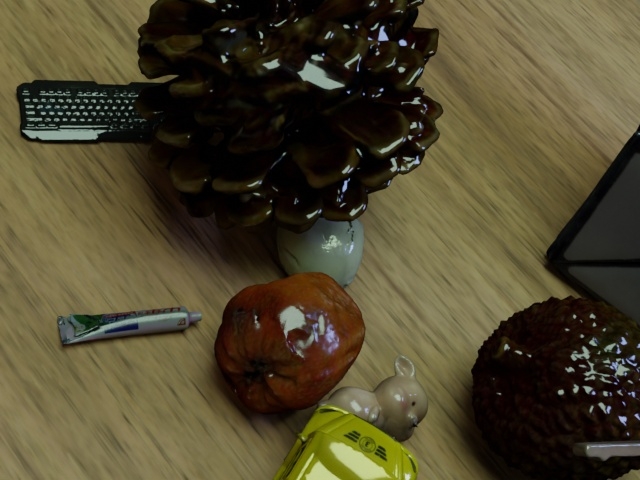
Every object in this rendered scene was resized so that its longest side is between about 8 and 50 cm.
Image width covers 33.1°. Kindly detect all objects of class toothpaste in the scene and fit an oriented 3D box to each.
[{"bbox_3d":[-0.225,0.098,1.285,0.169,0.028,0.045,-5,46,-20],"label":"toothpaste"}]

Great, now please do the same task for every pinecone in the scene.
[{"bbox_3d":[-0.047,-0.215,1.330,0.397,0.398,0.398,10,52,-13],"label":"pinecone"}]

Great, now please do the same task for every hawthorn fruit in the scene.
[{"bbox_3d":[-0.035,0.112,1.252,0.173,0.173,0.179,43,67,13],"label":"hawthorn fruit"}]

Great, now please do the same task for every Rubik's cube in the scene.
[{"bbox_3d":[0.552,-0.039,1.507,0.310,0.305,0.307,39,49,13],"label":"Rubik's cube"}]

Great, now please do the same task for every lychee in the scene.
[{"bbox_3d":[0.309,0.186,1.294,0.271,0.236,0.236,23,48,-25],"label":"lychee"}]

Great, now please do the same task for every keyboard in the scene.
[{"bbox_3d":[-0.279,-0.177,1.476,0.262,0.016,0.106,-1,55,-21],"label":"keyboard"}]

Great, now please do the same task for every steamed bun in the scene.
[{"bbox_3d":[0.000,0.000,1.400,0.112,0.091,0.130,10,53,-11],"label":"steamed bun"}]

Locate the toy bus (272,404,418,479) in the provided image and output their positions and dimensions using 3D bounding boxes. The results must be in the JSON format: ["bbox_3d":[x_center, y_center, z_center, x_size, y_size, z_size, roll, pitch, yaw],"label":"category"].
[{"bbox_3d":[-0.012,0.312,1.110,0.144,0.152,0.330,31,57,5],"label":"toy bus"}]

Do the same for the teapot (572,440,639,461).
[{"bbox_3d":[0.318,0.365,1.144,0.344,0.253,0.300,3,86,-27],"label":"teapot"}]

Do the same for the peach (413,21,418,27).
[{"bbox_3d":[0.064,-0.287,1.584,0.184,0.184,0.184,10,52,-13],"label":"peach"}]

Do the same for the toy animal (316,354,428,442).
[{"bbox_3d":[0.066,0.198,1.284,0.150,0.083,0.089,-8,55,-24],"label":"toy animal"}]
